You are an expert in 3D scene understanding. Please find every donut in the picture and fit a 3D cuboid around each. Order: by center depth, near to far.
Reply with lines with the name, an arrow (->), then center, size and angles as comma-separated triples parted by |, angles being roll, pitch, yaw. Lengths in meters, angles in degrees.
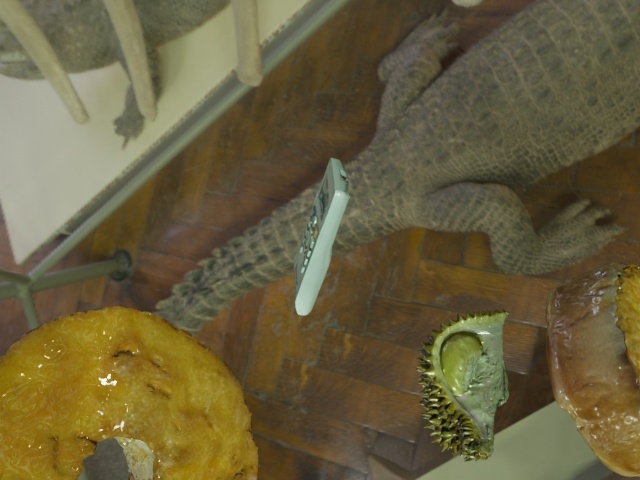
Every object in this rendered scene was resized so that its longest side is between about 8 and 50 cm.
donut -> -0.183, 0.200, 0.557 | 0.108, 0.277, 0.278 | -22, 68, 41
donut -> 0.475, 0.193, 1.057 | 0.150, 0.299, 0.317 | -40, 73, 47

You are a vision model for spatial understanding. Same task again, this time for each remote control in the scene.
remote control -> 0.000, 0.000, 0.682 | 0.061, 0.029, 0.162 | -97, 22, -48

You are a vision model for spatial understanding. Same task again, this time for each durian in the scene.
durian -> 0.254, 0.265, 1.227 | 0.166, 0.172, 0.306 | -1, 42, 14
